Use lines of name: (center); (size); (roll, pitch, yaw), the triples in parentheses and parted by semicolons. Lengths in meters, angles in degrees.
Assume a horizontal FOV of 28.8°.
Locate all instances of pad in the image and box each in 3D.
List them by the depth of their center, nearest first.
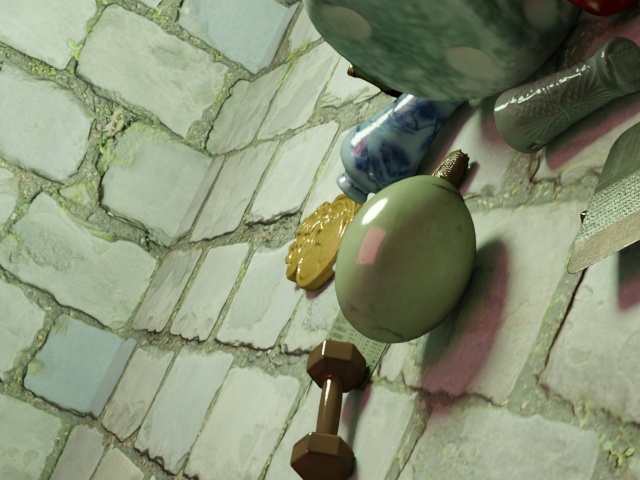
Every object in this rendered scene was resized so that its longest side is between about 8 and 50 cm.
pad: (0.303, -0.060, 1.477); (0.323, 0.055, 0.250); (-12, 38, 40)
pad: (0.057, 0.152, 2.020); (0.159, 0.009, 0.265); (-63, 17, -6)

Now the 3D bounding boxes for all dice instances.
dice: (0.184, -0.433, 1.890); (0.330, 0.348, 0.328); (-3, 58, 49)

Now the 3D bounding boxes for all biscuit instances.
biscuit: (-0.001, -0.001, 2.373); (0.202, 0.044, 0.289); (-63, 19, -5)

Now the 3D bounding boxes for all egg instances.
egg: (0.120, 0.025, 1.735); (0.186, 0.186, 0.253); (-16, 48, 67)

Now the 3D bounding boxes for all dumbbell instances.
dumbbell: (0.014, 0.253, 1.852); (0.092, 0.082, 0.231); (-43, 26, 41)

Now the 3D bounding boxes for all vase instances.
vase: (0.332, -0.194, 1.642); (0.219, 0.096, 0.096); (-28, 37, 56)

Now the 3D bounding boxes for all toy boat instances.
toy boat: (0.186, -0.075, 1.937); (0.149, 0.047, 0.049); (-61, 17, -3)

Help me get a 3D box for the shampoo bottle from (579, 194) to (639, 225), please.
shampoo bottle: (0.347, -0.033, 1.447); (0.048, 0.027, 0.137); (-63, 17, -14)

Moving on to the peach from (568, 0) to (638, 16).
peach: (0.399, -0.369, 1.679); (0.151, 0.118, 0.151); (-23, 5, 2)

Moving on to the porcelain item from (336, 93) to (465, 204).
porcelain item: (0.131, -0.175, 2.118); (0.259, 0.141, 0.141); (-48, 20, 13)

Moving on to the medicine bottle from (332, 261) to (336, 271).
medicine bottle: (0.073, 0.013, 2.110); (0.118, 0.055, 0.074); (-57, 19, 12)

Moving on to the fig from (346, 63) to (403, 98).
fig: (0.154, -0.316, 2.175); (0.203, 0.186, 0.249); (98, -174, -54)
